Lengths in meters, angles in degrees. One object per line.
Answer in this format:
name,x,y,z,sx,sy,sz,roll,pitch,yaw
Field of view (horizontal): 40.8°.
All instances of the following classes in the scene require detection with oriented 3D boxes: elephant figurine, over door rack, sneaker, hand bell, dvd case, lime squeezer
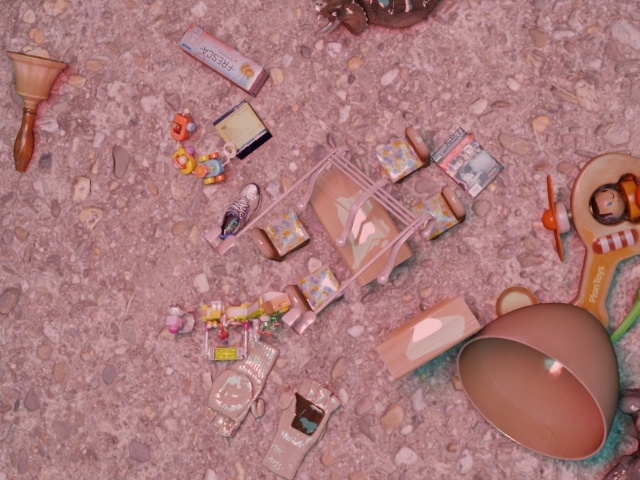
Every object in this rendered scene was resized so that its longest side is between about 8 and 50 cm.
elephant figurine,0.605,0.393,1.544,0.169,0.186,0.240,-4,97,-35
over door rack,0.000,0.000,1.470,0.324,0.108,0.239,-36,58,-21
sneaker,-0.162,-0.055,1.721,0.052,0.058,0.135,28,89,9
hand bell,-0.607,-0.262,1.796,0.126,0.126,0.242,13,100,9
dvd case,0.287,-0.152,1.687,0.119,0.013,0.087,44,92,10
lime squeezer,0.652,0.105,1.575,0.310,0.059,0.110,-24,104,5

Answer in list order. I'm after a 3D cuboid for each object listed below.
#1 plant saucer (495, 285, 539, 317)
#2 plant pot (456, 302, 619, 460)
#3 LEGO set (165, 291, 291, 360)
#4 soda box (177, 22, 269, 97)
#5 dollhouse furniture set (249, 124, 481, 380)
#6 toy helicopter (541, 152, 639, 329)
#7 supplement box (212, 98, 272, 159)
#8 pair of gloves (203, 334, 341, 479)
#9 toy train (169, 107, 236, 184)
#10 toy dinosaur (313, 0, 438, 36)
plant saucer,0.377,0.129,1.650,0.083,0.015,0.084,-1,86,9
plant pot,0.415,0.221,1.534,0.284,0.284,0.191,41,57,9
LEGO set,-0.155,0.170,1.648,0.287,0.132,0.107,-9,73,33
soda box,-0.197,-0.366,1.749,0.183,0.063,0.058,35,91,10
dollhouse furniture set,0.110,0.036,1.574,0.362,0.256,0.394,-32,82,4
toy helicopter,0.506,0.012,1.588,0.234,0.140,0.355,12,100,3
supplement box,-0.157,-0.223,1.734,0.083,0.056,0.083,-37,82,4
pair of gloves,-0.102,0.327,1.690,0.240,0.042,0.204,35,91,10
toy train,-0.253,-0.183,1.721,0.166,0.046,0.125,32,116,21
toy dinosaur,0.142,-0.483,1.700,0.313,0.121,0.160,-1,97,4
